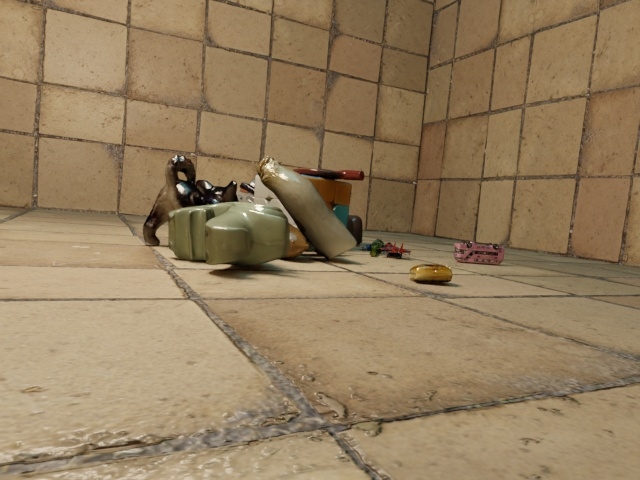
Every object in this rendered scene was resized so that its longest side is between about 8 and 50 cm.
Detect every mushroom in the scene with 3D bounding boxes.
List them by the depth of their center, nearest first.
[{"bbox_3d":[-0.051,-0.108,1.506,0.126,0.397,0.177,-41,17,-10],"label":"mushroom"}]

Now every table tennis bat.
[{"bbox_3d":[0.030,-0.266,1.868,0.310,0.038,0.200,8,5,32],"label":"table tennis bat"}]

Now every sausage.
[{"bbox_3d":[-0.180,-0.033,1.619,0.136,0.123,0.501,-2,15,-22],"label":"sausage"}]

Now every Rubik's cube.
[{"bbox_3d":[-0.080,-0.116,1.920,0.291,0.291,0.292,8,5,43],"label":"Rubik's cube"}]

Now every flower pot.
[{"bbox_3d":[-0.232,-0.015,1.230,0.254,0.164,0.368,-5,9,-37],"label":"flower pot"}]

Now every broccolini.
[{"bbox_3d":[0.230,0.043,1.895,0.067,0.058,0.216,-36,4,13],"label":"broccolini"}]

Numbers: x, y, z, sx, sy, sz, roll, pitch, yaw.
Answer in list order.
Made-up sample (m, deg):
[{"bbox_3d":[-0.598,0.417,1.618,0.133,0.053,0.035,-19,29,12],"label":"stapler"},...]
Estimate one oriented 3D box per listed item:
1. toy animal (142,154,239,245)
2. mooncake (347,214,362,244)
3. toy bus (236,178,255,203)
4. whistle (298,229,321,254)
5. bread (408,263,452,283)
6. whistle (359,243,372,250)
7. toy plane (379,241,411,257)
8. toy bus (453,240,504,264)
[{"bbox_3d":[-0.391,-0.122,1.570,0.194,0.302,0.344,12,8,35],"label":"toy animal"},{"bbox_3d":[0.074,-0.060,2.343,0.306,0.154,0.306,6,7,-1],"label":"mooncake"},{"bbox_3d":[-0.285,-0.144,2.311,0.209,0.249,0.440,36,9,8],"label":"toy bus"},{"bbox_3d":[-0.001,0.000,1.682,0.253,0.105,0.102,8,-23,-40],"label":"whistle"},{"bbox_3d":[0.291,0.086,1.227,0.106,0.053,0.072,-1,1,-6],"label":"bread"},{"bbox_3d":[0.209,0.032,2.059,0.083,0.029,0.033,-6,-6,-33],"label":"whistle"},{"bbox_3d":[0.287,0.037,1.865,0.130,0.061,0.189,4,0,-9],"label":"toy plane"},{"bbox_3d":[0.645,0.050,1.900,0.203,0.090,0.063,5,4,-7],"label":"toy bus"}]
